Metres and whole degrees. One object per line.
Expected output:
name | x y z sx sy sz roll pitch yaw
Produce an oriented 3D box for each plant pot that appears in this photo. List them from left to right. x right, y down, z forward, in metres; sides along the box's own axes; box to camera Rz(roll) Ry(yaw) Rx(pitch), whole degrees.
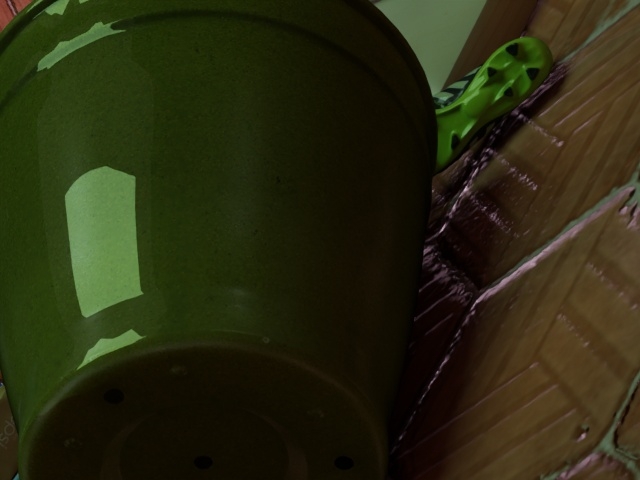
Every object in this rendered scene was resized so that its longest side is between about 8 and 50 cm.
plant pot | -0.082 0.042 1.332 0.366 0.366 0.353 -42 31 27

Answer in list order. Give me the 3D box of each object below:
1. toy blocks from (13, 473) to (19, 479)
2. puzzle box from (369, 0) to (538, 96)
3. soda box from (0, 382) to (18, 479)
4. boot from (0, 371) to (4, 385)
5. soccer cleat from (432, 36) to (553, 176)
toy blocks | -0.249 0.179 1.885 0.148 0.054 0.123 -47 18 15
puzzle box | 0.034 -0.167 1.773 0.409 0.052 0.272 -14 41 49
soda box | -0.332 0.184 2.069 0.058 0.061 0.181 -21 35 57
boot | -0.198 -0.001 1.731 0.220 0.109 0.283 -34 36 30
soccer cleat | 0.113 -0.099 1.518 0.179 0.060 0.072 -35 -8 15
